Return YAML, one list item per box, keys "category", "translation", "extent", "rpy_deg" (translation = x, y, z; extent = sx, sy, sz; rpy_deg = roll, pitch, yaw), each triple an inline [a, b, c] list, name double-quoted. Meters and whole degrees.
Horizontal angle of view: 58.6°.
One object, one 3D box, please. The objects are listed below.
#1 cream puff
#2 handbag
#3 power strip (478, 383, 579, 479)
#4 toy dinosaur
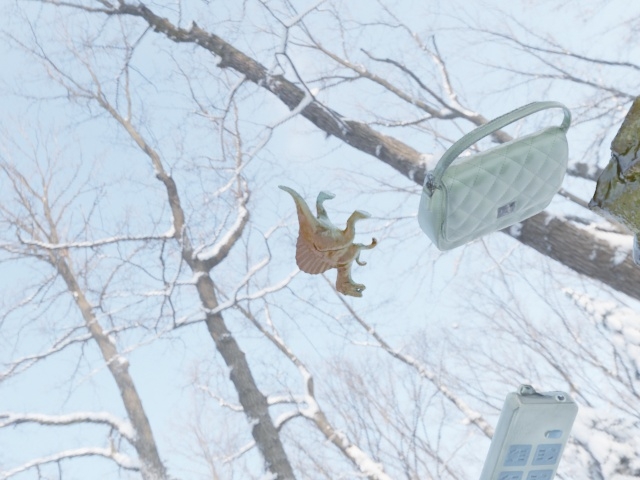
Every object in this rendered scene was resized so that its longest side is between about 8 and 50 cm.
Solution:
- category: "cream puff"
  translation: [0.408, -0.062, 0.611]
  extent: [0.244, 0.196, 0.244]
  rpy_deg: [-53, -26, -40]
- category: "handbag"
  translation: [0.269, -0.101, 0.861]
  extent: [0.256, 0.079, 0.219]
  rpy_deg: [-22, -37, -14]
- category: "power strip"
  translation: [0.236, 0.252, 0.664]
  extent: [0.082, 0.035, 0.191]
  rpy_deg: [3, -66, -10]
- category: "toy dinosaur"
  translation: [0.001, 0.000, 0.859]
  extent: [0.212, 0.057, 0.142]
  rpy_deg: [20, -72, -23]
